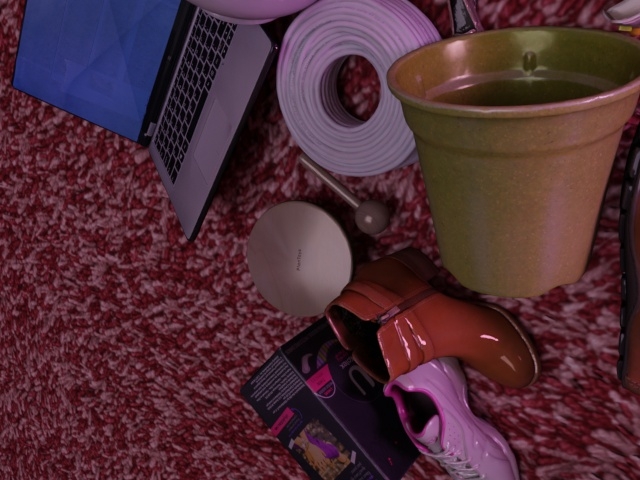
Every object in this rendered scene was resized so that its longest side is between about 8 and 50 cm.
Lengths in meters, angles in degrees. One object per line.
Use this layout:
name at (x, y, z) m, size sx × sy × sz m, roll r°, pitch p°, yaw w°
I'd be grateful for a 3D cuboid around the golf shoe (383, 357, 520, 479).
golf shoe at (0.191, 0.299, 1.001) m, size 0.115 × 0.140 × 0.306 m, roll -32°, pitch 89°, yaw 38°

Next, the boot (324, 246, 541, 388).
boot at (0.155, 0.134, 0.907) m, size 0.283 × 0.220 × 0.109 m, roll 47°, pitch 128°, yaw 11°

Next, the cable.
cable at (0.057, -0.215, 0.922) m, size 0.257 × 0.089 × 0.257 m, roll 23°, pitch 120°, yaw 26°

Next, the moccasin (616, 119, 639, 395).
moccasin at (0.409, 0.009, 0.733) m, size 0.147 × 0.139 × 0.379 m, roll 2°, pitch 107°, yaw 28°

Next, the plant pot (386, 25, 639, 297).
plant pot at (0.225, -0.084, 0.768) m, size 0.276 × 0.276 × 0.253 m, roll 11°, pitch 126°, yaw 32°

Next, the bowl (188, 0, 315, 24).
bowl at (-0.100, -0.384, 0.874) m, size 0.298 × 0.298 × 0.134 m, roll 41°, pitch 149°, yaw 16°

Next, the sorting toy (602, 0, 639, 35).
sorting toy at (0.346, -0.248, 0.713) m, size 0.083 × 0.075 × 0.044 m, roll -24°, pitch 93°, yaw 39°

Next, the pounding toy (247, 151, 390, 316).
pounding toy at (0.000, 0.000, 1.049) m, size 0.183 × 0.110 × 0.236 m, roll 38°, pitch 112°, yaw 15°

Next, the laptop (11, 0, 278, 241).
laptop at (-0.307, -0.271, 1.052) m, size 0.407 × 0.237 × 0.382 m, roll 60°, pitch 135°, yaw 35°

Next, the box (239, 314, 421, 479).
box at (0.030, 0.279, 1.089) m, size 0.270 × 0.165 × 0.143 m, roll 49°, pitch 127°, yaw 9°

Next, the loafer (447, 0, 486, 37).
loafer at (0.182, -0.272, 0.842) m, size 0.045 × 0.039 × 0.125 m, roll -9°, pitch 102°, yaw 37°
